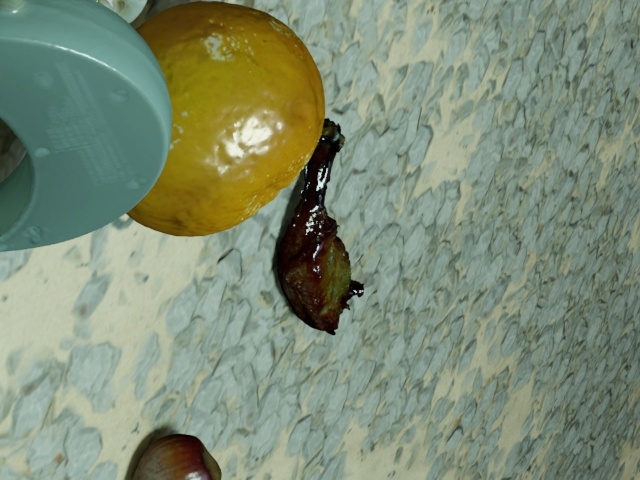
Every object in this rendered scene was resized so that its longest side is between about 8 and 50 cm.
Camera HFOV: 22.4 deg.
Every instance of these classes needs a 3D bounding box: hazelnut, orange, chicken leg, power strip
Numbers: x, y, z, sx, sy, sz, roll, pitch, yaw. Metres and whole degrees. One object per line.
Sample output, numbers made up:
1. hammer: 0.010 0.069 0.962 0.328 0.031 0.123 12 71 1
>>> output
1. hazelnut: -0.130 0.213 1.432 0.086 0.086 0.086 -45 148 -38
2. orange: -0.082 -0.087 1.147 0.177 0.155 0.177 -29 177 -2
3. chicken leg: 0.000 0.000 1.523 0.106 0.051 0.253 -53 152 -39
4. power strip: -0.178 -0.085 0.985 0.253 0.167 0.054 77 3 -56

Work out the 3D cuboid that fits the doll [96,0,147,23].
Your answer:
1. doll: -0.161 -0.206 0.971 0.291 0.086 0.117 85 25 -46
